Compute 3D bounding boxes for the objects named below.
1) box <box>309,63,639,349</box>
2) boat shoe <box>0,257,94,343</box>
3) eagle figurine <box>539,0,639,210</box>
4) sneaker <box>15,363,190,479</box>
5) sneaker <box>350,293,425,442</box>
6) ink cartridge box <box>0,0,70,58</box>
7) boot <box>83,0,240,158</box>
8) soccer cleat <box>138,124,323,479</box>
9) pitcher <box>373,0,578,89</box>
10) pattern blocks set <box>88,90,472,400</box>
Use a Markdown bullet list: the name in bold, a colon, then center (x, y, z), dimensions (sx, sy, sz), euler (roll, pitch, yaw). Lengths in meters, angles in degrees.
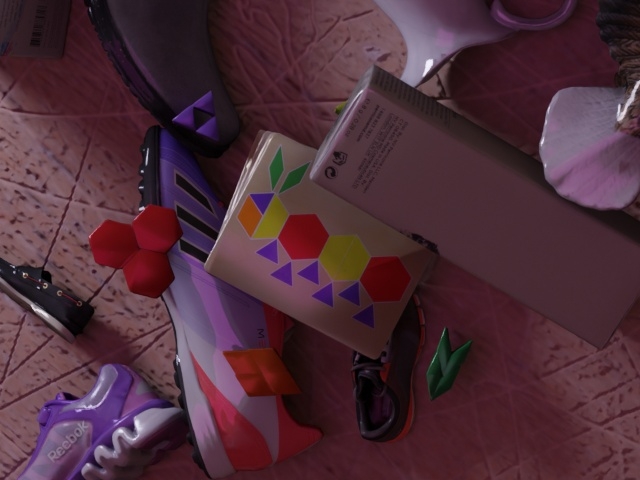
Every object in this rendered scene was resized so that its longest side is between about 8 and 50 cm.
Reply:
- **box**: center (0.132, -0.029, 1.496), dimensions (0.275, 0.113, 0.094), euler (31, 105, -3)
- **boat shoe**: center (-0.268, 0.046, 1.739), dimensions (0.133, 0.049, 0.042), euler (33, 76, 23)
- **eagle figurine**: center (0.317, -0.147, 1.401), dimensions (0.226, 0.298, 0.225), euler (17, 59, -11)
- **sneaker**: center (-0.232, 0.199, 1.712), dimensions (0.236, 0.095, 0.104), euler (-40, 72, 14)
- **sneaker**: center (0.054, 0.100, 1.602), dimensions (0.061, 0.065, 0.158), euler (-3, 92, 21)
- **ink cartridge box**: center (-0.319, -0.237, 1.668), dimensions (0.127, 0.176, 0.128), euler (14, 98, 20)
- **boot**: center (-0.103, -0.261, 1.623), dimensions (0.222, 0.118, 0.338), euler (-29, 88, 14)
- **soccer cleat**: center (-0.085, 0.047, 1.645), dimensions (0.116, 0.108, 0.318), euler (-13, 87, 2)
- **pitcher**: center (0.105, -0.249, 1.541), dimensions (0.177, 0.125, 0.207), euler (-22, 96, 9)
- **pattern blocks set**: center (0.000, 0.000, 1.577), dimensions (0.325, 0.026, 0.285), euler (36, 86, 3)
